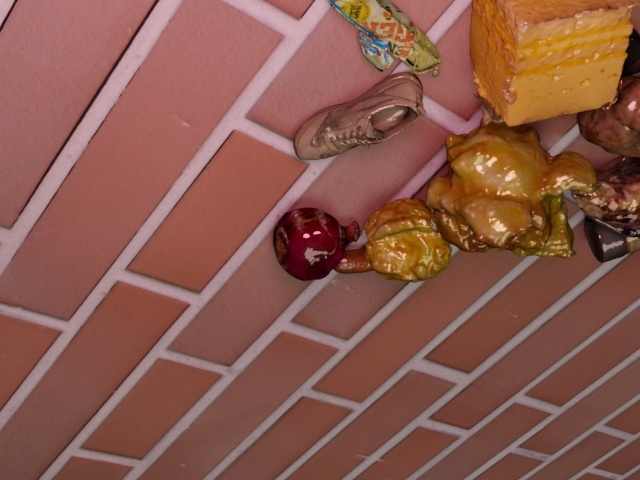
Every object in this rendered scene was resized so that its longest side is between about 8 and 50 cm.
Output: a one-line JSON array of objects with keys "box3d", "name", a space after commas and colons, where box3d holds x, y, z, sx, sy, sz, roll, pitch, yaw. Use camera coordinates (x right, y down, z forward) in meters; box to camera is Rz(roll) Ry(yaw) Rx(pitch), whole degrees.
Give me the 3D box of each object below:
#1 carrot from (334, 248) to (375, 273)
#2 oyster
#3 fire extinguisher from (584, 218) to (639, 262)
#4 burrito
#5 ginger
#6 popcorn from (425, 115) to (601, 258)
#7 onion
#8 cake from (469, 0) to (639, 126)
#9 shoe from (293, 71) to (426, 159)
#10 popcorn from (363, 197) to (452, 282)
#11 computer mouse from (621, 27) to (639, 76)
[{"box3d": [0.141, 0.042, 1.866, 0.247, 0.059, 0.059, -4, 135, -16], "name": "carrot"}, {"box3d": [0.703, -0.101, 1.812, 0.271, 0.275, 0.100, -37, -177, -17], "name": "oyster"}, {"box3d": [0.818, -0.078, 1.908, 0.376, 0.113, 0.200, -18, 136, 1], "name": "fire extinguisher"}, {"box3d": [0.106, -0.367, 1.439, 0.288, 0.054, 0.104, 29, 121, -37], "name": "burrito"}, {"box3d": [0.631, -0.247, 1.611, 0.304, 0.155, 0.244, -7, 177, -44], "name": "ginger"}, {"box3d": [0.392, -0.107, 1.630, 0.321, 0.290, 0.325, 3, 159, -42], "name": "popcorn"}, {"box3d": [0.003, 0.012, 1.736, 0.198, 0.135, 0.173, -8, 139, -11], "name": "onion"}, {"box3d": [0.395, -0.335, 1.439, 0.227, 0.222, 0.286, -10, 137, -5], "name": "cake"}, {"box3d": [0.076, -0.219, 1.553, 0.274, 0.098, 0.103, -28, 132, 14], "name": "shoe"}, {"box3d": [0.188, -0.002, 1.762, 0.197, 0.155, 0.198, 1, 107, 3], "name": "popcorn"}, {"box3d": [0.567, -0.375, 1.570, 0.172, 0.057, 0.099, 18, 143, -29], "name": "computer mouse"}]
